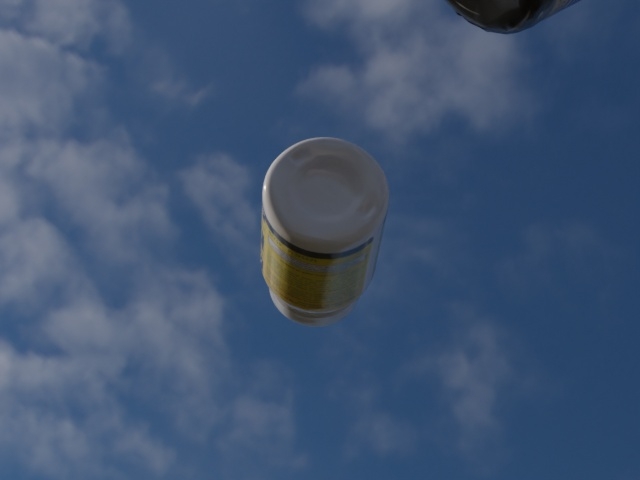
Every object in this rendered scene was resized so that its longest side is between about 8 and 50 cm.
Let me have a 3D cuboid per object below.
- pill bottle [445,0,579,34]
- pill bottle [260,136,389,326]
[{"bbox_3d":[0.169,-0.217,0.740,0.123,0.219,0.122,48,-24,30],"label":"pill bottle"},{"bbox_3d":[0.000,0.000,1.243,0.119,0.119,0.208,22,-27,8],"label":"pill bottle"}]
